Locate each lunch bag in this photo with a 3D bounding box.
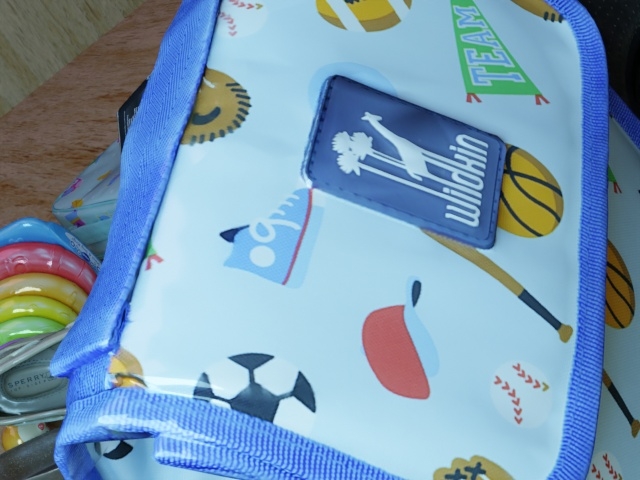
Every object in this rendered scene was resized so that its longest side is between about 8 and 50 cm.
[{"bbox_3d":[0.054,0.047,0.682,0.239,0.385,0.328,-19,43,35],"label":"lunch bag"},{"bbox_3d":[-0.209,-0.072,1.738,0.279,0.108,0.224,-10,36,47],"label":"lunch bag"}]

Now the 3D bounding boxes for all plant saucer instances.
[{"bbox_3d":[-0.235,0.205,1.252,0.198,0.036,0.198,-19,5,2],"label":"plant saucer"}]

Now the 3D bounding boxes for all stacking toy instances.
[{"bbox_3d":[-0.318,0.129,1.466,0.165,0.175,0.302,-33,34,13],"label":"stacking toy"}]

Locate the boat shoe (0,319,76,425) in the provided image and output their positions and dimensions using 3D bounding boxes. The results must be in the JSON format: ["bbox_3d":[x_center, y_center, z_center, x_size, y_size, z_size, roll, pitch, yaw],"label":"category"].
[{"bbox_3d":[-0.194,0.112,1.290,0.302,0.109,0.098,-17,7,8],"label":"boat shoe"}]

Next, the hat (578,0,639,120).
[{"bbox_3d":[0.305,-0.089,0.945,0.331,0.331,0.134,-37,-18,-4],"label":"hat"}]

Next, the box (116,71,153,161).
[{"bbox_3d":[-0.069,-0.081,1.169,0.293,0.073,0.296,-41,45,35],"label":"box"}]
